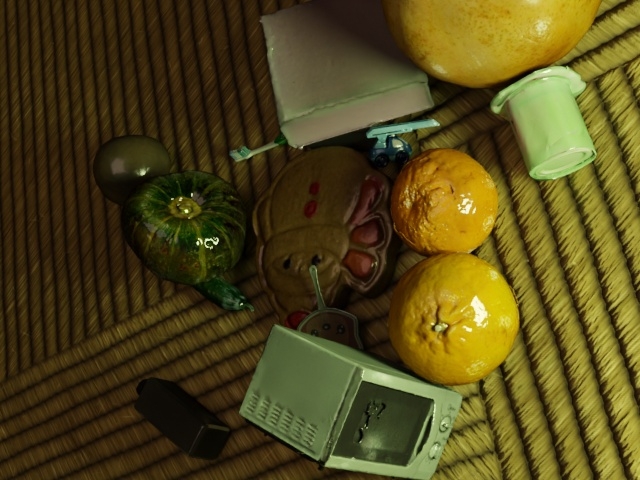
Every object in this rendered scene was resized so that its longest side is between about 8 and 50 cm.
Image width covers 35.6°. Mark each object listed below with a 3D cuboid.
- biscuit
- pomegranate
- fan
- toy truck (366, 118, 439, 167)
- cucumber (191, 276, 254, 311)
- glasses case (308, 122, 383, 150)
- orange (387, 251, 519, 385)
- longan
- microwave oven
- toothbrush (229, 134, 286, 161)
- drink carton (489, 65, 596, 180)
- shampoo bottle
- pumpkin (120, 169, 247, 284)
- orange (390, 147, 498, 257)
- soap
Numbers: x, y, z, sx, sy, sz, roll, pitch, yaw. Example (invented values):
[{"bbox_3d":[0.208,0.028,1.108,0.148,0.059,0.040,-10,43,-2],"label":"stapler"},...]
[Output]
[{"bbox_3d":[0.000,0.000,1.934,0.359,0.074,0.381,-4,69,40],"label":"biscuit"},{"bbox_3d":[0.272,-0.470,1.664,0.417,0.417,0.416,-14,67,35],"label":"pomegranate"},{"bbox_3d":[0.010,0.152,1.846,0.132,0.009,0.220,-13,91,27],"label":"fan"},{"bbox_3d":[0.156,-0.182,1.862,0.136,0.063,0.074,-8,103,-2],"label":"toy truck"},{"bbox_3d":[-0.221,0.100,2.079,0.250,0.056,0.056,30,94,44],"label":"cucumber"},{"bbox_3d":[0.042,-0.207,1.961,0.191,0.072,0.042,4,71,40],"label":"glasses case"},{"bbox_3d":[0.215,0.127,1.636,0.219,0.193,0.219,-8,67,19],"label":"orange"},{"bbox_3d":[-0.432,-0.160,2.275,0.189,0.189,0.189,-14,67,35],"label":"longan"},{"bbox_3d":[0.051,0.278,1.638,0.237,0.295,0.181,20,89,41],"label":"microwave oven"},{"bbox_3d":[-0.066,-0.218,2.086,0.304,0.030,0.030,-16,65,31],"label":"toothbrush"},{"bbox_3d":[0.377,-0.185,1.644,0.146,0.144,0.142,-27,66,30],"label":"drink carton"},{"bbox_3d":[-0.294,0.354,2.034,0.246,0.080,0.079,29,92,41],"label":"shampoo bottle"},{"bbox_3d":[-0.276,-0.018,2.054,0.189,0.260,0.260,101,150,-50],"label":"pumpkin"},{"bbox_3d":[0.215,-0.063,1.716,0.193,0.161,0.193,-5,83,44],"label":"orange"},{"bbox_3d":[0.046,-0.344,1.904,0.296,0.107,0.285,-14,58,11],"label":"soap"}]
